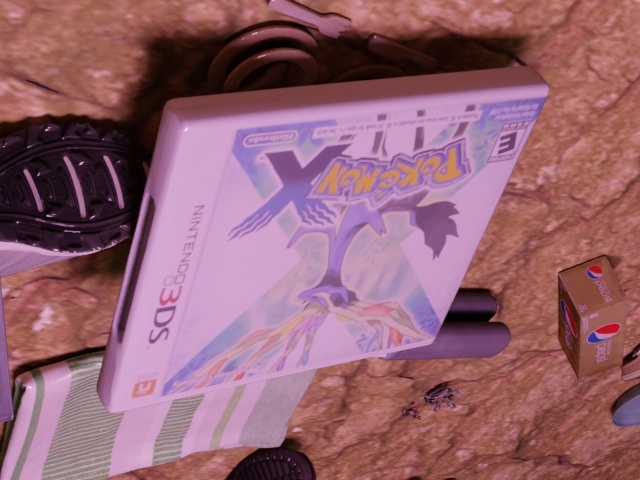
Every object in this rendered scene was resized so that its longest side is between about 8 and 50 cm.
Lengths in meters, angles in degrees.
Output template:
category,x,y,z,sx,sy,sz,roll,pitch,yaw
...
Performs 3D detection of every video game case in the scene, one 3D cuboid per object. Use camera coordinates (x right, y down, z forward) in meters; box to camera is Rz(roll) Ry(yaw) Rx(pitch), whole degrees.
category,x,y,z,sx,sy,sz,roll,pitch,yaw
video game case,0.000,0.000,1.095,0.329,0.036,0.300,-10,137,-31

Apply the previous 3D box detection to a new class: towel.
category,x,y,z,sx,sy,sz,roll,pitch,yaw
towel,-0.163,0.175,1.418,0.324,0.038,0.248,-6,146,-24

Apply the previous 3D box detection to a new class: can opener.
category,x,y,z,sx,sy,sz,roll,pitch,yaw
can opener,0.087,0.073,1.374,0.283,0.076,0.095,2,143,-36

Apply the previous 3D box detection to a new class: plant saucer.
category,x,y,z,sx,sy,sz,roll,pitch,yaw
plant saucer,0.453,0.219,1.892,0.119,0.021,0.119,-16,149,-10

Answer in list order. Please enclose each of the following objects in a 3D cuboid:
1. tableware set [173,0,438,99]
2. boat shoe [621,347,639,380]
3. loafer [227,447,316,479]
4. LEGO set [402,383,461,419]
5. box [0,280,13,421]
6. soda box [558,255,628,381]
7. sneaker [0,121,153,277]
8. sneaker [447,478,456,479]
category,x,y,z,sx,sy,sz,roll,pitch,yaw
tableware set,-0.001,-0.111,1.060,0.194,0.039,0.128,13,135,-44
boat shoe,0.440,0.131,1.732,0.056,0.048,0.153,-5,155,-49
loafer,-0.074,0.314,1.669,0.078,0.080,0.220,-2,151,-47
LEGO set,0.135,0.191,1.654,0.083,0.023,0.054,-19,150,22
box,-0.307,0.017,0.905,0.183,0.233,0.059,-7,-171,-22
soda box,0.308,0.092,1.557,0.058,0.061,0.181,-22,150,-1
sneaker,-0.248,-0.016,1.022,0.271,0.100,0.108,-16,175,-16
sneaker,0.166,0.395,1.956,0.052,0.058,0.135,-9,148,-21
